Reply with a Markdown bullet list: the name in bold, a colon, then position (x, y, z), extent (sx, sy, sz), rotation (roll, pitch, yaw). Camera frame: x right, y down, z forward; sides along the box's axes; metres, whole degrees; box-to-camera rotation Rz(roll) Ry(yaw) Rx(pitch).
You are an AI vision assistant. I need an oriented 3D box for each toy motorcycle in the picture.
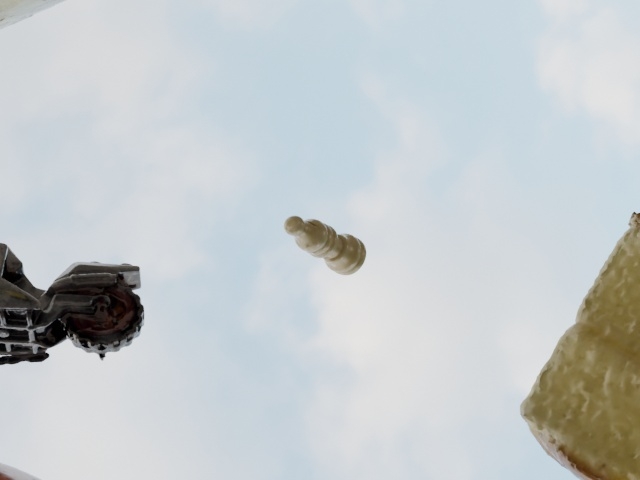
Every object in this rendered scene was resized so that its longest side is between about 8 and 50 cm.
- **toy motorcycle**: position (-0.247, 0.040, 1.220), extent (0.215, 0.080, 0.123), rotation (3, -130, 0)

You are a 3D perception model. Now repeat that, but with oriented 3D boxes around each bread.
- **bread**: position (0.339, 0.149, 1.104), extent (0.279, 0.207, 0.279), rotation (32, 179, 44)

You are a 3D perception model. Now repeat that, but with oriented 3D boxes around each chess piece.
- **chess piece**: position (0.000, 0.000, 1.230), extent (0.092, 0.035, 0.035), rotation (30, -140, -54)

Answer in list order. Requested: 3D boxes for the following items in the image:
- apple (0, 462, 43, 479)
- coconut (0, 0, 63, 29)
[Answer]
- **apple**: position (-0.273, 0.321, 1.044), extent (0.363, 0.364, 0.364), rotation (22, -132, -26)
- **coconut**: position (-0.235, -0.313, 0.932), extent (0.415, 0.415, 0.345), rotation (-13, -109, -44)
